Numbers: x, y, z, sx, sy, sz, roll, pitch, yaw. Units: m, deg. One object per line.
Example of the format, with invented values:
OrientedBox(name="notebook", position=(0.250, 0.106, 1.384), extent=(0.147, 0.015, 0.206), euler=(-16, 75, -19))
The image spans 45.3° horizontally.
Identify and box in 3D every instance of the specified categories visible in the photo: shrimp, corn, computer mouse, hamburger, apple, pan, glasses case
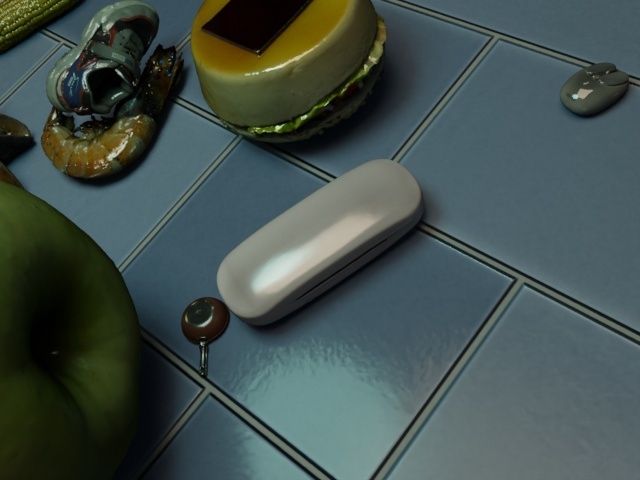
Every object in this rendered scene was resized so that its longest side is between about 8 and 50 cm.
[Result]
OrientedBox(name="shrimp", position=(-0.351, -0.224, 1.282), extent=(0.222, 0.054, 0.290), euler=(16, 65, 28))
OrientedBox(name="corn", position=(-0.569, -0.443, 1.481), extent=(0.238, 0.080, 0.080), euler=(-35, 54, -3))
OrientedBox(name="computer mouse", position=(0.368, -0.208, 1.031), extent=(0.096, 0.039, 0.066), euler=(-33, 55, -4))
OrientedBox(name="hamburger", position=(-0.048, -0.276, 1.134), extent=(0.300, 0.176, 0.300), euler=(-9, 57, 15))
OrientedBox(name="apple", position=(-0.438, 0.151, 0.847), extent=(0.473, 0.474, 0.474), euler=(-9, 57, 14))
OrientedBox(name="pan", position=(-0.156, 0.123, 1.012), extent=(0.068, 0.023, 0.115), euler=(-11, 56, 11))
OrientedBox(name="glasses case", position=(0.000, 0.000, 1.004), extent=(0.296, 0.075, 0.113), euler=(-34, 55, -3))

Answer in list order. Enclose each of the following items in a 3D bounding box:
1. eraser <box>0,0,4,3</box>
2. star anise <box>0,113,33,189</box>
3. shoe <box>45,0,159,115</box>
OrientedBox(name="eraser", position=(-0.673, -0.477, 1.571), extent=(0.150, 0.023, 0.104), euler=(31, 72, 32))
OrientedBox(name="star anise", position=(-0.636, -0.141, 1.261), extent=(0.315, 0.108, 0.315), euler=(2, 59, -3))
OrientedBox(name="shoe", position=(-0.326, -0.284, 1.212), extent=(0.125, 0.099, 0.228), euler=(30, 77, 41))
